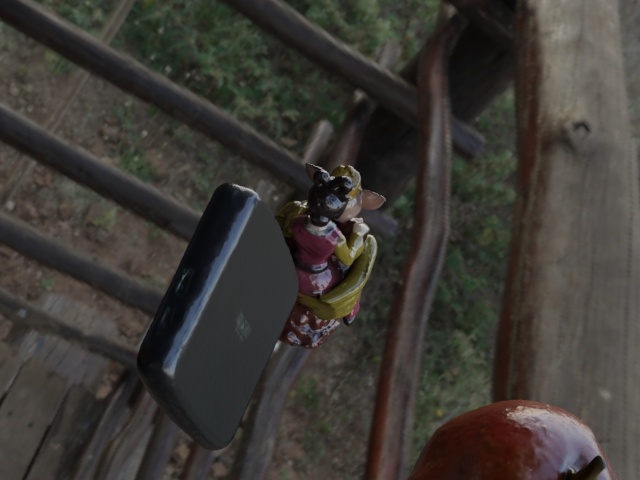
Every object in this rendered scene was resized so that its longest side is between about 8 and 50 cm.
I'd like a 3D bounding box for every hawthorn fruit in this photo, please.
[{"bbox_3d":[0.238,0.319,1.228,0.287,0.330,0.287,14,53,-18],"label":"hawthorn fruit"}]

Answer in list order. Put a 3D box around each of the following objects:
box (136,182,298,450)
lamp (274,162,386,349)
[{"bbox_3d":[-0.056,0.047,0.594,0.027,0.126,0.125,15,64,20],"label":"box"},{"bbox_3d":[0.000,0.000,1.049,0.118,0.253,0.118,7,45,-6],"label":"lamp"}]
